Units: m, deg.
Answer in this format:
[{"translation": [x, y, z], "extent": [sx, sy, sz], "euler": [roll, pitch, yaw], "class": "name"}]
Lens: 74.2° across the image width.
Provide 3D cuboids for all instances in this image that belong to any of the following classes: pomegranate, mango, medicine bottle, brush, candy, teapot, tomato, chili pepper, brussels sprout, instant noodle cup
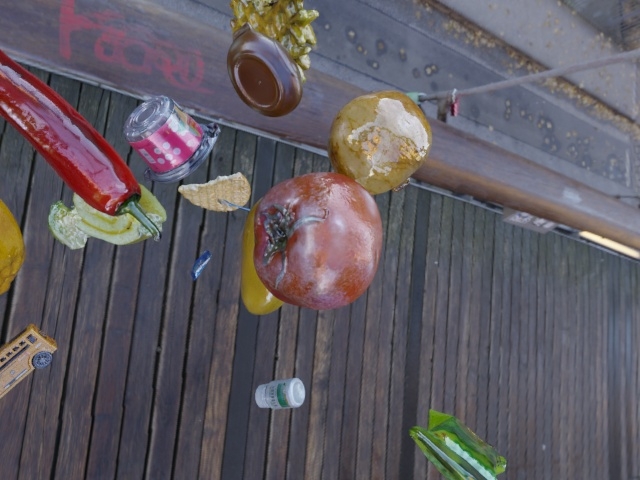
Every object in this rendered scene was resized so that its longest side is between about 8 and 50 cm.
[{"translation": [0.131, -0.213, 0.948], "extent": [0.248, 0.248, 0.248], "euler": [3, 85, -31], "class": "pomegranate"}, {"translation": [-0.117, 0.035, 1.055], "extent": [0.173, 0.211, 0.317], "euler": [14, 89, -18], "class": "mango"}, {"translation": [-0.118, 0.444, 1.222], "extent": [0.080, 0.130, 0.080], "euler": [40, 41, -48], "class": "medicine bottle"}, {"translation": [-0.332, -0.135, 1.656], "extent": [0.164, 0.051, 0.014], "euler": [16, 104, -50], "class": "brush"}, {"translation": [-0.523, 0.100, 1.845], "extent": [0.038, 0.088, 0.136], "euler": [33, 94, -31], "class": "candy"}, {"translation": [-0.077, -0.238, 0.596], "extent": [0.129, 0.098, 0.078], "euler": [51, 39, -21], "class": "teapot"}, {"translation": [0.000, 0.004, 0.691], "extent": [0.188, 0.232, 0.232], "euler": [1, 86, -42], "class": "tomato"}, {"translation": [0.202, 0.311, 0.607], "extent": [0.069, 0.149, 0.246], "euler": [-57, 155, 7], "class": "candy"}, {"translation": [-0.376, -0.139, 0.610], "extent": [0.092, 0.137, 0.368], "euler": [-40, 122, 0], "class": "chili pepper"}, {"translation": [-0.869, -0.052, 1.461], "extent": [0.139, 0.100, 0.181], "euler": [-1, 79, -60], "class": "brussels sprout"}, {"translation": [-0.492, -0.331, 1.333], "extent": [0.302, 0.258, 0.181], "euler": [-42, 139, -4], "class": "instant noodle cup"}]

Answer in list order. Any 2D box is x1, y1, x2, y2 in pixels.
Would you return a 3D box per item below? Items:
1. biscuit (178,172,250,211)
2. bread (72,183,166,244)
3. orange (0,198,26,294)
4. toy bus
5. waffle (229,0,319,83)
[{"translation": [-0.425, -0.189, 1.790], "extent": [0.204, 0.309, 0.040], "euler": [54, 33, -51], "class": "biscuit"}, {"translation": [-0.586, -0.083, 1.245], "extent": [0.257, 0.124, 0.186], "euler": [27, 102, 3], "class": "bread"}, {"translation": [-0.407, 0.011, 0.462], "extent": [0.136, 0.159, 0.159], "euler": [30, 72, -18], "class": "orange"}, {"translation": [-0.648, 0.268, 0.868], "extent": [0.194, 0.083, 0.088], "euler": [-47, 115, -25], "class": "toy bus"}, {"translation": [-0.118, -0.454, 0.870], "extent": [0.069, 0.260, 0.293], "euler": [-27, 62, -26], "class": "waffle"}]
